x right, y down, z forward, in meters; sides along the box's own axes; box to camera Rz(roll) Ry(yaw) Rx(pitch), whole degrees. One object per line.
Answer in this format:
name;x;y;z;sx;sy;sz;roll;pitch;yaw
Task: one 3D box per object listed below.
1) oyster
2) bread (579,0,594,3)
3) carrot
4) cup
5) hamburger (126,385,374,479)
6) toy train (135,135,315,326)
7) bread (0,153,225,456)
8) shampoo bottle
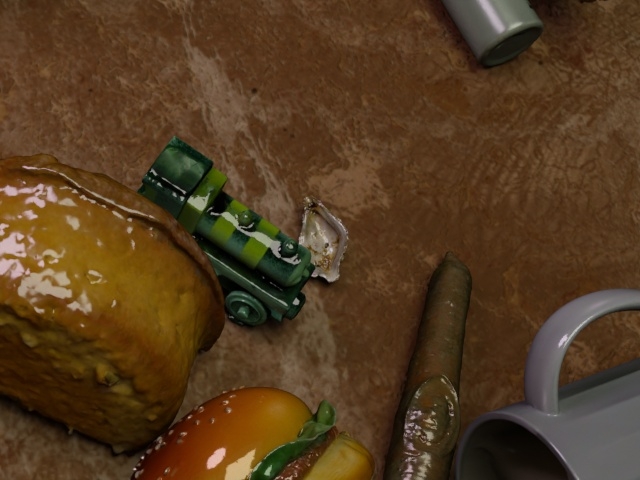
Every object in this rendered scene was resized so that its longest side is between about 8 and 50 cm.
oyster;0.003;0.000;1.758;0.051;0.034;0.093;6;71;-1
bread;0.265;-0.423;2.012;0.192;0.171;0.314;14;58;-12
carrot;0.112;0.146;1.701;0.070;0.070;0.342;21;56;-10
cup;0.320;0.189;1.628;0.327;0.237;0.322;-17;108;-27
hamburger;-0.076;0.225;1.487;0.170;0.246;0.246;38;56;3
toy train;-0.095;0.000;1.658;0.200;0.132;0.083;31;57;-1
bread;-0.231;0.041;1.529;0.340;0.179;0.194;29;57;-16
shampoo bottle;0.157;-0.328;1.968;0.085;0.085;0.262;-19;71;-29
